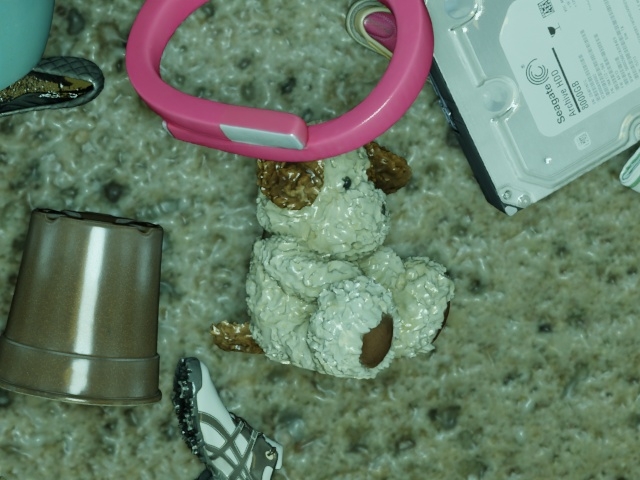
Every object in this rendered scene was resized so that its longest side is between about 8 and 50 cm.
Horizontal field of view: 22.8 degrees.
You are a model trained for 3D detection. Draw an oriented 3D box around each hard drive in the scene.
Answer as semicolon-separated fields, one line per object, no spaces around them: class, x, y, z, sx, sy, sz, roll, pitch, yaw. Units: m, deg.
hard drive;0.264;-0.205;1.497;0.339;0.064;0.237;-29;111;-6

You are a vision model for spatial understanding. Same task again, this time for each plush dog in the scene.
plush dog;0.000;0.000;1.489;0.210;0.262;0.225;4;95;22

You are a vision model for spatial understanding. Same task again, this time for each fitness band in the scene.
fitness band;-0.038;-0.173;1.420;0.291;0.054;0.209;14;66;29

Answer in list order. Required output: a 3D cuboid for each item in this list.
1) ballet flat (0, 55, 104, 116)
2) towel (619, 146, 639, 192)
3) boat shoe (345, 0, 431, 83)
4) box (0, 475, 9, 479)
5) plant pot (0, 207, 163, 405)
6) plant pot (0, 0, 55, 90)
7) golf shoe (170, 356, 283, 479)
ballet flat;-0.290;-0.144;1.494;0.173;0.049;0.057;-11;102;-4
towel;0.367;-0.082;1.549;0.152;0.023;0.113;18;118;-43
boat shoe;0.105;-0.182;1.522;0.170;0.059;0.063;18;100;-9
box;-0.288;0.358;1.619;0.201;0.021;0.164;35;97;-12
plant pot;-0.220;0.058;1.496;0.167;0.167;0.165;8;94;-8
plant pot;-0.359;-0.238;1.356;0.293;0.293;0.235;-18;115;-2
golf shoe;-0.089;0.198;1.585;0.094;0.077;0.198;-18;111;-13
